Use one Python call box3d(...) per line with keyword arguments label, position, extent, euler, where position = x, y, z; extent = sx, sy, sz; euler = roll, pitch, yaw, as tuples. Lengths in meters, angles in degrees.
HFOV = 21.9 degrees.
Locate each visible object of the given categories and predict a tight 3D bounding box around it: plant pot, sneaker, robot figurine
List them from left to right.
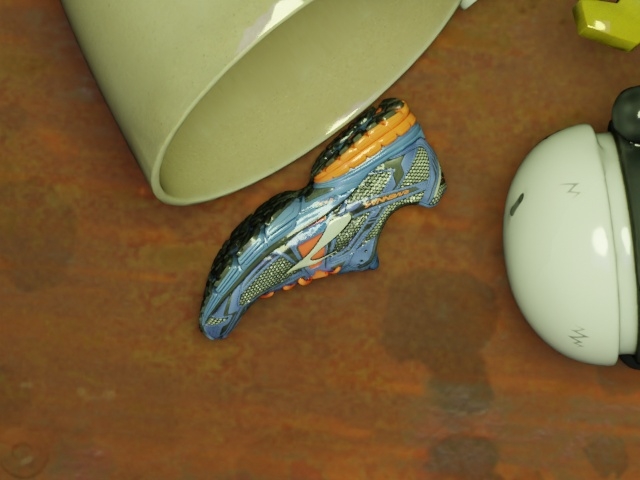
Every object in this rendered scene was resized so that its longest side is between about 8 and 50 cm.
box3d(label="plant pot", position=(-0.082, -0.208, 1.097), extent=(0.256, 0.256, 0.274), euler=(-39, 76, 7))
box3d(label="sneaker", position=(0.000, 0.000, 1.180), extent=(0.221, 0.083, 0.087), euler=(-41, 100, 11))
box3d(label="robot figurine", position=(0.262, -0.007, 1.116), extent=(0.278, 0.173, 0.209), euler=(-6, 93, 4))

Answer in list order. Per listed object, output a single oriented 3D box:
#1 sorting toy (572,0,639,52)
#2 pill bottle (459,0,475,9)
box3d(label="sorting toy", position=(0.282, -0.224, 1.085), extent=(0.307, 0.041, 0.229), euler=(-37, 86, -16))
box3d(label="pill bottle", position=(0.081, -0.232, 1.146), extent=(0.078, 0.078, 0.137), euler=(-40, 93, 7))
